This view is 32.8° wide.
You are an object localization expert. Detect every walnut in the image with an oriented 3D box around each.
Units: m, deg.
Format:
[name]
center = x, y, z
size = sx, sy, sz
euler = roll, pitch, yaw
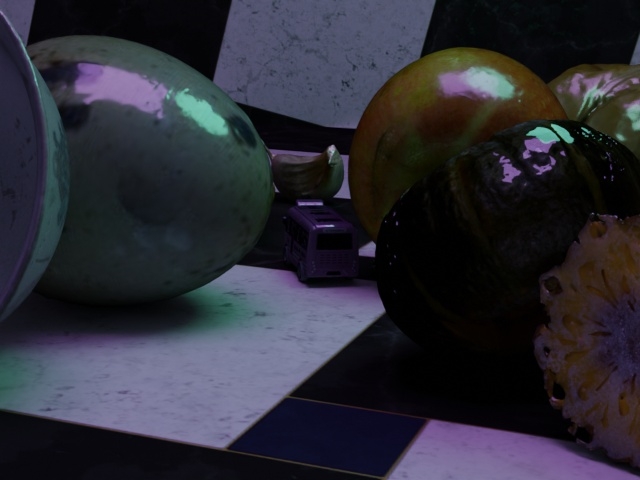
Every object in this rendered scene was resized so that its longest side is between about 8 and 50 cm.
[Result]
[walnut]
center = 0.529, -0.151, 1.902
size = 0.398, 0.308, 0.354
euler = -13, 42, -31

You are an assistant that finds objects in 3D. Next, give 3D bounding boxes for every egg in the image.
[egg]
center = -0.266, -0.086, 1.390
size = 0.428, 0.345, 0.345
euler = 6, 13, 13

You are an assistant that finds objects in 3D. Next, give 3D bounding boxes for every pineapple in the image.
[pineapple]
center = 0.379, 0.093, 1.027
size = 0.262, 0.262, 0.271
euler = 13, 4, 42

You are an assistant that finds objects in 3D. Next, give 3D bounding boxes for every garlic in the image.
[garlic]
center = -0.041, -0.140, 2.190
size = 0.198, 0.128, 0.090
euler = 15, 33, 38

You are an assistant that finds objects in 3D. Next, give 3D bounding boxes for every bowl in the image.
[bowl]
center = -0.409, -0.059, 1.151
size = 0.435, 0.435, 0.196
euler = 7, -1, 23

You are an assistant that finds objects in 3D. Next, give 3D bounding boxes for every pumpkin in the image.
[pumpkin]
center = 0.211, 0.005, 1.177
size = 0.320, 0.192, 0.320
euler = -18, -26, -9

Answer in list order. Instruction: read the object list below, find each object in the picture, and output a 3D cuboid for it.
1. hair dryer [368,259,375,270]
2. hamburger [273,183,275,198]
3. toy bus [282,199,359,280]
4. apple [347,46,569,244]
[hair dryer]
center = 0.103, 0.027, 1.671
size = 0.063, 0.038, 0.124
euler = 8, 21, 34
[hamburger]
center = -0.202, -0.122, 1.821
size = 0.283, 0.144, 0.259
euler = 38, 4, -14
[toy bus]
center = 0.000, 0.000, 1.611
size = 0.087, 0.098, 0.178
euler = -2, 12, -14
[apple]
center = 0.210, -0.105, 1.564
size = 0.339, 0.339, 0.339
euler = 2, 12, 0
